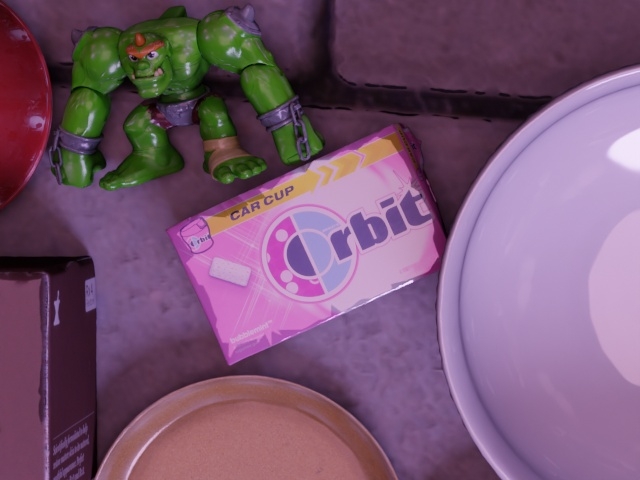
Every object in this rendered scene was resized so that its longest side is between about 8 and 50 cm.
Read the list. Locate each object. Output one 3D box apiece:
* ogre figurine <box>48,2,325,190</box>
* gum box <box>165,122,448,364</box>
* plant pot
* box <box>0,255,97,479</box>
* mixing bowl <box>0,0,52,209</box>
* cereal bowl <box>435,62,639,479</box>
[{"bbox_3d":[-0.105,-0.101,1.362,0.197,0.097,0.118,0,108,36],"label":"ogre figurine"},{"bbox_3d":[0.000,0.000,1.371,0.188,0.062,0.107,-24,91,5],"label":"gum box"},{"bbox_3d":[-0.052,0.213,1.403,0.236,0.032,0.236,0,93,5],"label":"plant pot"},{"bbox_3d":[-0.270,0.096,1.344,0.203,0.168,0.167,1,92,5],"label":"box"},{"bbox_3d":[-0.289,-0.096,1.354,0.181,0.098,0.181,1,93,15],"label":"mixing bowl"},{"bbox_3d":[0.249,0.042,1.316,0.339,0.141,0.339,0,93,5],"label":"cereal bowl"}]
